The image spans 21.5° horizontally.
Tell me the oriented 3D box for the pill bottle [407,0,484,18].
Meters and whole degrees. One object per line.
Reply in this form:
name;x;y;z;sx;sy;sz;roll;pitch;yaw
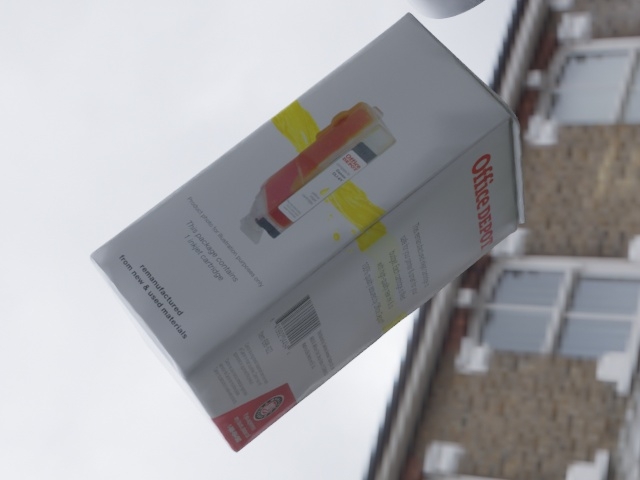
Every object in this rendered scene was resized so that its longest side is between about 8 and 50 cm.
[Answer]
pill bottle;0.074;-0.362;1.677;0.283;0.160;0.160;47;-124;-36

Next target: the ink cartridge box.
ink cartridge box;0.000;0.000;1.637;0.384;0.160;0.279;-38;-22;-8
